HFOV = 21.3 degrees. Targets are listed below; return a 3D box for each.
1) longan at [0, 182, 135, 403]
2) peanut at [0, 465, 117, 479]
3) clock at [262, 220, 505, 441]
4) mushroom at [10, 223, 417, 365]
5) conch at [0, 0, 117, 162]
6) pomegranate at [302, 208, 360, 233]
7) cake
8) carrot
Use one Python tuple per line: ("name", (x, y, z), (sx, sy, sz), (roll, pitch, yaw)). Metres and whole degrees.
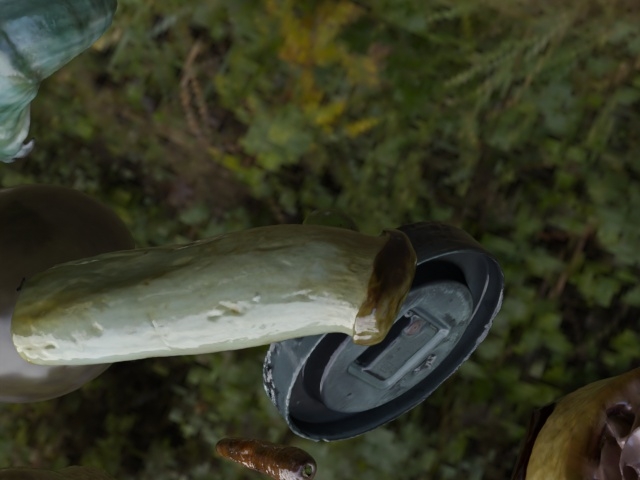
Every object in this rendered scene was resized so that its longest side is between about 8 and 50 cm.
("longan", (-0.295, 0.053, 1.659), (0.248, 0.248, 0.248), (20, 157, 9))
("peanut", (-0.279, 0.298, 1.735), (0.153, 0.140, 0.325), (-19, 170, 12))
("clock", (0.053, 0.077, 1.434), (0.049, 0.226, 0.226), (50, 171, 29))
("mushroom", (-0.080, 0.039, 1.258), (0.312, 0.100, 0.081), (-6, 120, 19))
("conch", (-0.277, -0.193, 1.512), (0.195, 0.277, 0.220), (-1, -163, -1))
("pomegranate", (0.003, 0.002, 1.829), (0.073, 0.085, 0.073), (35, 137, 39))
("cake", (0.250, 0.179, 1.215), (0.208, 0.185, 0.178), (-8, 169, -11))
("carrot", (-0.054, 0.204, 1.605), (0.036, 0.035, 0.165), (36, 164, -28))
